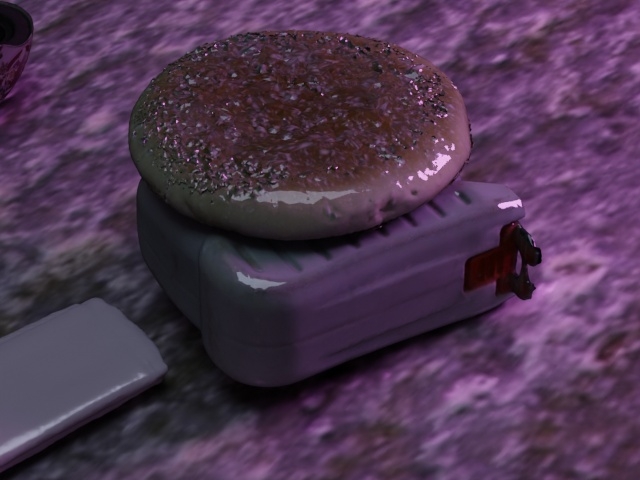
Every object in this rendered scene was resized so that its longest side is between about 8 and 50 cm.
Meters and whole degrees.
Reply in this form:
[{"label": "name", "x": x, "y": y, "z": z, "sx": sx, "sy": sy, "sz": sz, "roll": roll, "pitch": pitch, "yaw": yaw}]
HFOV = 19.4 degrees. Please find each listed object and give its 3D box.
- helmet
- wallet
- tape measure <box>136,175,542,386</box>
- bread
[{"label": "helmet", "x": -0.351, "y": -0.154, "z": 1.708, "sx": 0.177, "sy": 0.107, "sz": 0.153, "roll": -14, "pitch": 30, "yaw": -40}, {"label": "wallet", "x": -0.214, "y": 0.110, "z": 1.396, "sx": 0.183, "sy": 0.032, "sz": 0.124, "roll": -28, "pitch": 41, "yaw": -26}, {"label": "tape measure", "x": 0.001, "y": 0.000, "z": 1.423, "sx": 0.243, "sy": 0.125, "sz": 0.246, "roll": -18, "pitch": 41, "yaw": -24}, {"label": "bread", "x": -0.014, "y": -0.090, "z": 1.406, "sx": 0.267, "sy": 0.040, "sz": 0.267, "roll": 0, "pitch": 37, "yaw": 0}]
